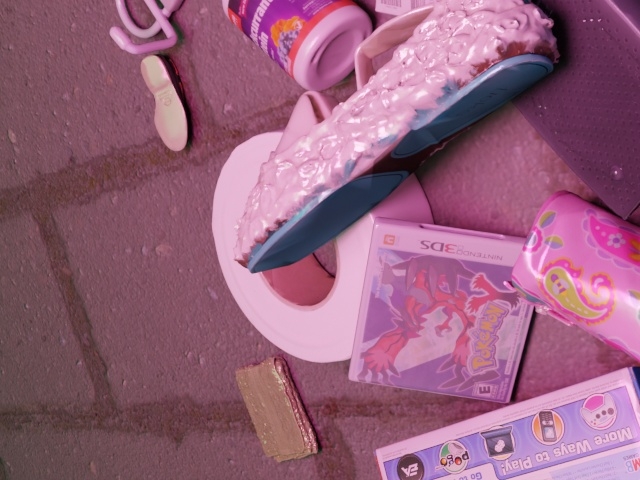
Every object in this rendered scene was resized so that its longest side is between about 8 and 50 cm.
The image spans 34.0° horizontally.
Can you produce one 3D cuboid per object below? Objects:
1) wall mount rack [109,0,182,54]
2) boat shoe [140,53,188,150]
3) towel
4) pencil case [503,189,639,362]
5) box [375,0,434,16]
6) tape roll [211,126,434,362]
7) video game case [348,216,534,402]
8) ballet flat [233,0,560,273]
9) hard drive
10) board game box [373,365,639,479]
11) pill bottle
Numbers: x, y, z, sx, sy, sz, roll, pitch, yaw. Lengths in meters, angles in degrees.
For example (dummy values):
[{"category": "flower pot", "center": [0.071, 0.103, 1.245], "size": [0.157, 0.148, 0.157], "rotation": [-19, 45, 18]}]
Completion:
[{"category": "wall mount rack", "center": [-0.244, -0.417, 1.304], "size": [0.304, 0.130, 0.350], "rotation": [55, 134, 13]}, {"category": "boat shoe", "center": [-0.204, -0.188, 1.422], "size": [0.049, 0.042, 0.133], "rotation": [-14, 97, 21]}, {"category": "towel", "center": [-0.061, 0.236, 1.458], "size": [0.110, 0.027, 0.148], "rotation": [-24, 90, 48]}, {"category": "pencil case", "center": [0.308, 0.064, 0.956], "size": [0.284, 0.124, 0.124], "rotation": [33, 127, 30]}, {"category": "box", "center": [0.099, -0.315, 1.038], "size": [0.145, 0.038, 0.186], "rotation": [-147, 49, -60]}, {"category": "tape roll", "center": [0.000, 0.000, 1.252], "size": [0.286, 0.100, 0.286], "rotation": [18, 117, 39]}, {"category": "video game case", "center": [0.134, 0.079, 1.129], "size": [0.183, 0.023, 0.201], "rotation": [8, 118, 0]}, {"category": "ballet flat", "center": [0.052, -0.117, 1.023], "size": [0.409, 0.147, 0.147], "rotation": [-36, 79, 33]}, {"category": "hard drive", "center": [0.241, -0.162, 0.953], "size": [0.255, 0.054, 0.172], "rotation": [54, 151, 20]}, {"category": "board game box", "center": [0.233, 0.314, 1.046], "size": [0.308, 0.086, 0.302], "rotation": [-25, 71, 32]}, {"category": "pill bottle", "center": [-0.042, -0.265, 1.181], "size": [0.193, 0.108, 0.108], "rotation": [45, 132, 23]}]
